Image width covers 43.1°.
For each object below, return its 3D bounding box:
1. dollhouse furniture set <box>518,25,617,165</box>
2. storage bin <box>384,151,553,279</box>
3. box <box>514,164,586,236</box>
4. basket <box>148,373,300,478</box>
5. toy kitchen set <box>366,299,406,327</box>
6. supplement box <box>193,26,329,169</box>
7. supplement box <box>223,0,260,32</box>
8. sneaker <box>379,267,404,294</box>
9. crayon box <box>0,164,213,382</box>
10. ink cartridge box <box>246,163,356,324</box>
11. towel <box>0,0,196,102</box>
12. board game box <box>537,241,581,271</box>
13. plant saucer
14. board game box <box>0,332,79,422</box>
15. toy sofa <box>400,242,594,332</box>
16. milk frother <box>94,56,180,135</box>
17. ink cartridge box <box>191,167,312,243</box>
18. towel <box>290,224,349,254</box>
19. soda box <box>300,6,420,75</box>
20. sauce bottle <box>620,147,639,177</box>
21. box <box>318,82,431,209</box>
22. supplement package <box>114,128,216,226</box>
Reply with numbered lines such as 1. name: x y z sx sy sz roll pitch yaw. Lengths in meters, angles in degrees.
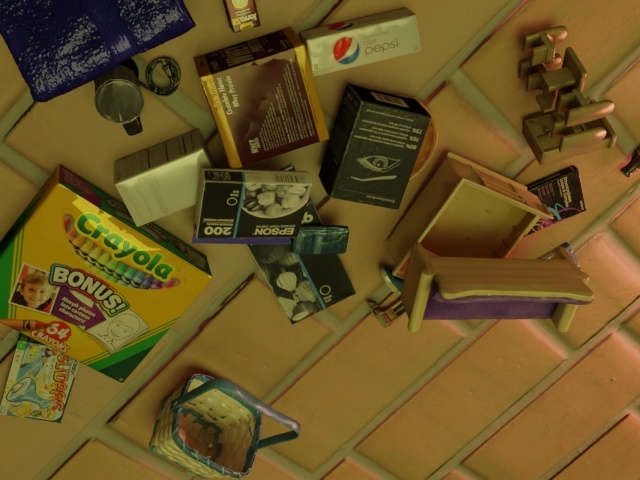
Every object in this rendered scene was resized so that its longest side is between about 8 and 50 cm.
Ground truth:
1. dollhouse furniture set: 0.512 -0.280 1.621 0.161 0.212 0.242 -15 148 -4
2. storage bin: 0.318 -0.016 1.743 0.260 0.123 0.262 21 119 -23
3. box: 0.514 -0.088 1.827 0.162 0.029 0.116 -24 121 -1
4. basket: -0.224 0.405 1.795 0.289 0.201 0.255 -24 129 37
5. toy kitchen set: 0.157 0.151 1.851 0.075 0.083 0.068 -38 79 8
6. supplement box: -0.110 -0.266 1.509 0.194 0.129 0.191 -19 122 -4
7. supplement box: -0.146 -0.425 1.461 0.055 0.043 0.083 -18 122 -6
8. sneaker: 0.203 0.089 1.827 0.084 0.058 0.152 -39 125 15
9. crayon box: -0.457 0.078 1.625 0.363 0.106 0.313 34 106 -28
10. ink cartridge box: -0.060 0.015 1.720 0.165 0.065 0.332 -27 121 2
11. towel: -0.391 -0.394 1.348 0.308 0.076 0.227 -27 93 1
12. board game box: 0.566 0.062 1.929 0.090 0.020 0.090 -31 121 6
13. plant saucer: 0.141 -0.207 1.661 0.200 0.037 0.200 -7 120 -12
14. board game box: -0.606 0.300 1.753 0.136 0.035 0.201 13 114 -21
15. toy sofa: 0.359 0.116 1.663 0.363 0.177 0.150 1 125 -13
16. milk frother: -0.324 -0.275 1.445 0.143 0.134 0.129 -35 126 7
17. ink cartridge box: -0.137 -0.049 1.562 0.206 0.045 0.208 0 138 -16
18. towel: 0.000 0.000 1.672 0.119 0.029 0.067 -1 119 -16
19. soda box: 0.075 -0.377 1.530 0.216 0.069 0.074 -15 121 -7
20. sauce bottle: 0.732 -0.192 1.816 0.128 0.042 0.042 -45 119 10
21. box: 0.102 -0.180 1.580 0.153 0.108 0.207 10 116 -20
22. supplement package: -0.293 -0.122 1.557 0.179 0.105 0.105 -21 122 -2
